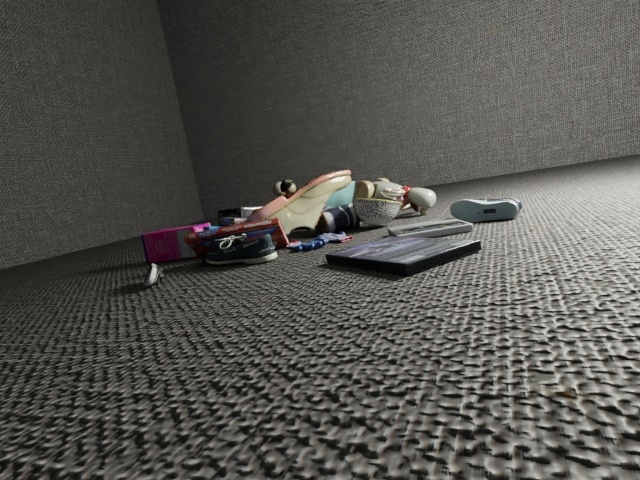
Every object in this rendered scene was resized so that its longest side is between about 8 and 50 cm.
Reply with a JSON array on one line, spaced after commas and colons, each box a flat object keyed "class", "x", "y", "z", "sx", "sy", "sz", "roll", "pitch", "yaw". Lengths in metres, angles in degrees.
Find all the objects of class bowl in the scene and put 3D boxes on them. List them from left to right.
[{"class": "bowl", "x": 0.010, "y": -0.156, "z": 1.860, "sx": 0.312, "sy": 0.163, "sz": 0.311, "roll": -10, "pitch": 9, "yaw": 2}, {"class": "bowl", "x": 0.186, "y": -0.092, "z": 1.430, "sx": 0.170, "sy": 0.080, "sz": 0.170, "roll": 6, "pitch": 1, "yaw": 0}]

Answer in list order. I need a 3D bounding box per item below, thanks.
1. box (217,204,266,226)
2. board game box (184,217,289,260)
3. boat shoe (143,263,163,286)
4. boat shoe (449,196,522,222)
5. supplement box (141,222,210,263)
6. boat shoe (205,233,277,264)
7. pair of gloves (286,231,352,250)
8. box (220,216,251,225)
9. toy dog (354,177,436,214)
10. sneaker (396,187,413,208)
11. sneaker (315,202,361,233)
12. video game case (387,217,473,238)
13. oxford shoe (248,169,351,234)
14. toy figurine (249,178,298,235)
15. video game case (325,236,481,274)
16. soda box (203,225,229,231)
[{"class": "box", "x": -0.266, "y": -0.128, "z": 2.104, "sx": 0.395, "sy": 0.097, "sz": 0.318, "roll": -6, "pitch": 3, "yaw": -33}, {"class": "board game box", "x": -0.248, "y": 0.001, "z": 1.287, "sx": 0.282, "sy": 0.027, "sz": 0.145, "roll": -10, "pitch": -28, "yaw": 5}, {"class": "boat shoe", "x": -0.426, "y": 0.090, "z": 1.101, "sx": 0.040, "sy": 0.049, "sz": 0.142, "roll": 28, "pitch": 0, "yaw": -21}, {"class": "boat shoe", "x": 0.466, "y": -0.087, "z": 1.197, "sx": 0.184, "sy": 0.065, "sz": 0.083, "roll": 4, "pitch": 13, "yaw": 35}, {"class": "supplement box", "x": -0.508, "y": 0.010, "z": 1.525, "sx": 0.220, "sy": 0.113, "sz": 0.111, "roll": -6, "pitch": 8, "yaw": 16}, {"class": "boat shoe", "x": -0.233, "y": 0.024, "z": 1.197, "sx": 0.255, "sy": 0.079, "sz": 0.095, "roll": -4, "pitch": 12, "yaw": 39}, {"class": "pair of gloves", "x": 0.000, "y": 0.000, "z": 1.285, "sx": 0.198, "sy": 0.023, "sz": 0.159, "roll": -16, "pitch": 10, "yaw": -31}, {"class": "box", "x": -0.256, "y": -0.064, "z": 1.446, "sx": 0.137, "sy": 0.027, "sz": 0.094, "roll": -2, "pitch": 7, "yaw": -42}, {"class": "toy dog", "x": 0.274, "y": -0.141, "z": 1.641, "sx": 0.220, "sy": 0.160, "sz": 0.334, "roll": -5, "pitch": 19, "yaw": -21}, {"class": "sneaker", "x": 0.323, "y": -0.183, "z": 1.876, "sx": 0.253, "sy": 0.102, "sz": 0.111, "roll": -10, "pitch": 6, "yaw": 6}, {"class": "sneaker", "x": 0.056, "y": -0.094, "z": 1.588, "sx": 0.153, "sy": 0.099, "sz": 0.282, "roll": -17, "pitch": 16, "yaw": -11}, {"class": "video game case", "x": 0.287, "y": -0.029, "z": 1.143, "sx": 0.191, "sy": 0.022, "sz": 0.173, "roll": -9, "pitch": 8, "yaw": 2}, {"class": "oxford shoe", "x": -0.043, "y": -0.112, "z": 1.442, "sx": 0.397, "sy": 0.146, "sz": 0.140, "roll": -31, "pitch": 3, "yaw": -18}, {"class": "toy figurine", "x": -0.152, "y": -0.120, "z": 1.594, "sx": 0.209, "sy": 0.148, "sz": 0.213, "roll": -46, "pitch": 17, "yaw": -8}, {"class": "video game case", "x": 0.163, "y": 0.025, "z": 0.902, "sx": 0.196, "sy": 0.026, "sz": 0.274, "roll": -14, "pitch": 8, "yaw": -29}, {"class": "soda box", "x": -0.289, "y": -0.016, "z": 1.457, "sx": 0.210, "sy": 0.067, "sz": 0.071, "roll": -2, "pitch": 4, "yaw": -31}]
